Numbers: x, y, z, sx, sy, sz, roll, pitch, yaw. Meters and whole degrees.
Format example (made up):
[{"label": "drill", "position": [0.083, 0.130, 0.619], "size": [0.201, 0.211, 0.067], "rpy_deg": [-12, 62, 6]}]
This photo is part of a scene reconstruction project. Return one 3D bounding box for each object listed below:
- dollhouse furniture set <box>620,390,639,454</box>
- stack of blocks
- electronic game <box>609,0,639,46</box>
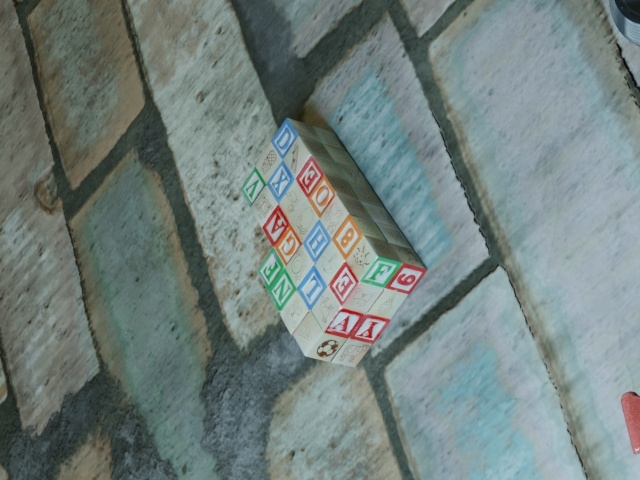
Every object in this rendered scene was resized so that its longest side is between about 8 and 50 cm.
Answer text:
[{"label": "dollhouse furniture set", "position": [0.441, 0.161, 1.731], "size": [0.374, 0.201, 0.152], "rpy_deg": [-39, 50, 35]}, {"label": "stack of blocks", "position": [0.000, 0.000, 2.413], "size": [0.171, 0.087, 0.297], "rpy_deg": [-55, 43, 24]}, {"label": "electronic game", "position": [0.406, -0.320, 2.057], "size": [0.229, 0.048, 0.229], "rpy_deg": [-33, 46, 43]}]
